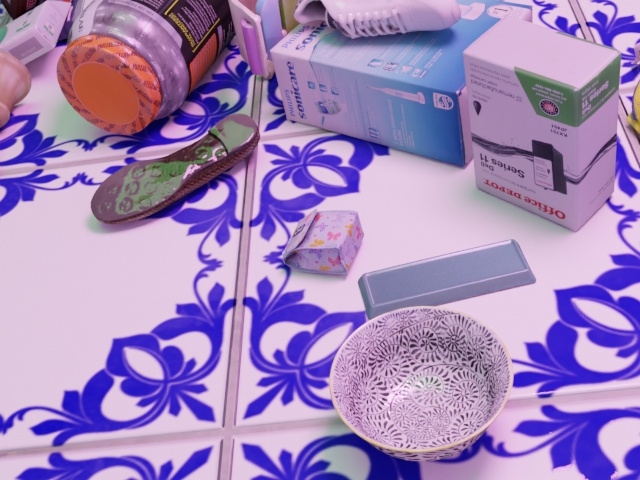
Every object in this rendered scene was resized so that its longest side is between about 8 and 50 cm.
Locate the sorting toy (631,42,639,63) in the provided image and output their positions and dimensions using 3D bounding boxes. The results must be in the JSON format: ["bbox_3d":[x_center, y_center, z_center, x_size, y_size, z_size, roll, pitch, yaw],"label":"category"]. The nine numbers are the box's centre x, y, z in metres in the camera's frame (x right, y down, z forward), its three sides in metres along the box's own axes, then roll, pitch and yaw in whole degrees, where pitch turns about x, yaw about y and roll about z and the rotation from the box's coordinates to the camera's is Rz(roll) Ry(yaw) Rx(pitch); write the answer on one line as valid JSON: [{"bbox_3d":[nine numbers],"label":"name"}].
[{"bbox_3d":[0.465,-0.259,1.225,0.075,0.083,0.044,-7,72,12],"label":"sorting toy"}]

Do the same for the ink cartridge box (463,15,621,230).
[{"bbox_3d":[0.254,-0.131,1.029,0.153,0.208,0.087,29,59,37],"label":"ink cartridge box"}]

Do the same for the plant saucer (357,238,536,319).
[{"bbox_3d":[0.140,0.040,1.011,0.192,0.018,0.067,-14,42,0],"label":"plant saucer"}]

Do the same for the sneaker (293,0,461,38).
[{"bbox_3d":[0.074,-0.302,1.175,0.235,0.090,0.094,21,68,35],"label":"sneaker"}]

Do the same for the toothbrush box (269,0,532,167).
[{"bbox_3d":[0.115,-0.243,1.241,0.296,0.126,0.216,19,52,29],"label":"toothbrush box"}]

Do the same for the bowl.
[{"bbox_3d":[0.098,0.150,0.855,0.170,0.080,0.170,-7,43,6],"label":"bowl"}]

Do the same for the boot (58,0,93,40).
[{"bbox_3d":[-0.429,-0.431,1.615,0.086,0.069,0.190,-9,43,12],"label":"boot"}]

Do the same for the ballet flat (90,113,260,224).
[{"bbox_3d":[-0.190,-0.089,1.208,0.250,0.058,0.084,-33,67,-13],"label":"ballet flat"}]

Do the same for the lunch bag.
[{"bbox_3d":[0.000,0.000,1.062,0.083,0.053,0.071,1,42,27],"label":"lunch bag"}]

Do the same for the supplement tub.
[{"bbox_3d":[-0.249,-0.313,1.353,0.194,0.193,0.316,8,45,21],"label":"supplement tub"}]

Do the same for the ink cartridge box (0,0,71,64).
[{"bbox_3d":[-0.517,-0.367,1.539,0.181,0.056,0.224,-23,41,19],"label":"ink cartridge box"}]

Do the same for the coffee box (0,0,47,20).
[{"bbox_3d":[-0.461,-0.544,1.653,0.297,0.118,0.168,-34,4,-23],"label":"coffee box"}]

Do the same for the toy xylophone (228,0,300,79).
[{"bbox_3d":[-0.025,-0.369,1.312,0.081,0.236,0.322,28,73,20],"label":"toy xylophone"}]

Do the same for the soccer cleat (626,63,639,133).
[{"bbox_3d":[0.437,-0.141,1.106,0.121,0.093,0.289,-21,37,39],"label":"soccer cleat"}]

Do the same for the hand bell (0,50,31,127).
[{"bbox_3d":[-0.498,-0.156,1.334,0.126,0.126,0.242,-12,55,0],"label":"hand bell"}]
